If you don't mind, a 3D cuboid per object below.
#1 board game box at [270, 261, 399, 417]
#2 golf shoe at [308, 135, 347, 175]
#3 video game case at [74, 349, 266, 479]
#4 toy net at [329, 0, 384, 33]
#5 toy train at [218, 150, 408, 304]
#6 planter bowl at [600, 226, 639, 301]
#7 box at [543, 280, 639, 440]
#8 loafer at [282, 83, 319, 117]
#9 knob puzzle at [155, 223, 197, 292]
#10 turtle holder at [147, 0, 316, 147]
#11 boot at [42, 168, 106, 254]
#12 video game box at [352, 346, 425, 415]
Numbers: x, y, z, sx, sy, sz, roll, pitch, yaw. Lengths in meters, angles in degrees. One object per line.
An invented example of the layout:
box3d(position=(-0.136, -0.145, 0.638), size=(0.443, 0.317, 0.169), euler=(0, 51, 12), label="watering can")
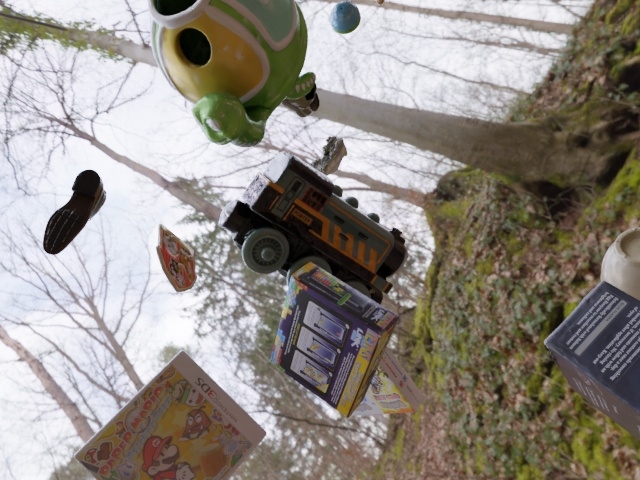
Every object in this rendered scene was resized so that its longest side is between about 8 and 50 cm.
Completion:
box3d(position=(0.012, 0.134, 0.692), size=(0.048, 0.141, 0.170), euler=(-36, -30, -48), label="board game box")
box3d(position=(0.017, -0.195, 1.411), size=(0.176, 0.069, 0.086), euler=(-52, -37, -3), label="golf shoe")
box3d(position=(-0.238, 0.333, 0.846), size=(0.227, 0.206, 0.026), euler=(-45, 0, -21), label="video game case")
box3d(position=(0.112, -0.542, 1.096), size=(0.232, 0.122, 0.045), euler=(-25, -15, 10), label="toy net")
box3d(position=(0.000, 0.000, 0.878), size=(0.334, 0.142, 0.190), euler=(33, -84, -23), label="toy train")
box3d(position=(0.651, 0.042, 1.039), size=(0.162, 0.162, 0.109), euler=(-44, -51, -17), label="planter bowl")
box3d(position=(0.332, 0.144, 0.514), size=(0.093, 0.158, 0.156), euler=(-47, -46, 0), label="box")
box3d(position=(-0.045, -0.411, 1.474), size=(0.251, 0.088, 0.094), euler=(-25, -79, -70), label="loafer")
box3d(position=(-0.410, 0.064, 1.508), size=(0.030, 0.213, 0.213), euler=(-21, -42, 12), label="knob puzzle")
box3d(position=(-0.162, -0.300, 0.811), size=(0.227, 0.244, 0.319), euler=(36, -109, -62), label="turtle holder")
box3d(position=(-0.575, -0.053, 1.237), size=(0.106, 0.082, 0.219), euler=(107, -174, -73), label="boot")
box3d(position=(0.072, 0.261, 1.017), size=(0.187, 0.205, 0.048), euler=(52, -131, -11), label="video game box")
